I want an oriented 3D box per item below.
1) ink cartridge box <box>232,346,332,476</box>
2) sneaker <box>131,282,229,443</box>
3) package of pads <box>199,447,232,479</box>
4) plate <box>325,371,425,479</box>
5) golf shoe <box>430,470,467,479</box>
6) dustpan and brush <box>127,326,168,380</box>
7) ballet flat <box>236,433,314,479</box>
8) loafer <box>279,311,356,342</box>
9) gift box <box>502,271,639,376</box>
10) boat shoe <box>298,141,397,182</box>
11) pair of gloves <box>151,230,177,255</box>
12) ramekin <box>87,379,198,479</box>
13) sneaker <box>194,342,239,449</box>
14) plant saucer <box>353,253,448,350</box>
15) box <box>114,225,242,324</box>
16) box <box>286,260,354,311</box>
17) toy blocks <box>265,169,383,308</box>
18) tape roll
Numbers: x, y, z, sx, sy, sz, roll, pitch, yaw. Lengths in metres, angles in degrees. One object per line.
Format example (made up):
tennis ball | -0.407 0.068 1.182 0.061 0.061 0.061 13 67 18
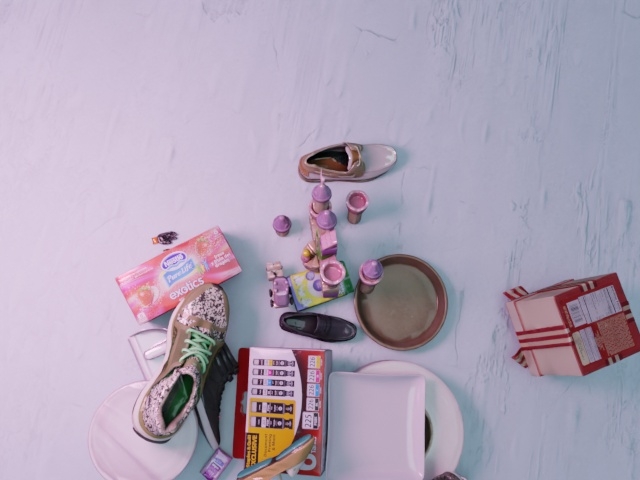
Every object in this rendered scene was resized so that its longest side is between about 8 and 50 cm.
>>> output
ink cartridge box | -0.114 0.438 1.565 0.271 0.130 0.310 0 80 11
sneaker | -0.308 0.296 1.445 0.158 0.182 0.411 26 71 -23
package of pads | -0.280 0.602 1.599 0.050 0.032 0.083 37 78 4
plate | 0.143 0.489 1.570 0.277 0.045 0.278 5 79 -17
golf shoe | 0.354 0.662 1.569 0.105 0.273 0.120 25 55 34
dustpan and brush | -0.406 0.283 1.624 0.211 0.060 0.147 -25 84 -10
ballet flat | -0.096 0.548 1.443 0.232 0.080 0.073 -33 86 15
loafer | -0.006 0.242 1.667 0.223 0.078 0.076 10 80 -5
gift box | 0.669 0.231 1.652 0.276 0.258 0.255 -12 82 -16
boat shoe | 0.087 -0.229 1.745 0.302 0.103 0.113 -12 82 -8
pair of gloves | -0.434 0.017 1.692 0.074 0.010 0.083 -19 80 -8
ramekin | -0.450 0.497 1.549 0.272 0.127 0.273 1 80 -7
sneaker | -0.275 0.403 1.599 0.146 0.104 0.296 -16 94 -25
plant saucer | 0.230 0.178 1.725 0.277 0.041 0.278 1 80 -7
box | -0.375 0.093 1.610 0.299 0.154 0.142 -28 90 -9
box | 0.001 0.127 1.707 0.179 0.043 0.105 -18 82 -11
toy blocks | 0.000 0.000 1.586 0.308 0.260 0.289 -7 67 -5
tape roll | 0.200 0.526 1.646 0.391 0.072 0.393 1 81 -6
